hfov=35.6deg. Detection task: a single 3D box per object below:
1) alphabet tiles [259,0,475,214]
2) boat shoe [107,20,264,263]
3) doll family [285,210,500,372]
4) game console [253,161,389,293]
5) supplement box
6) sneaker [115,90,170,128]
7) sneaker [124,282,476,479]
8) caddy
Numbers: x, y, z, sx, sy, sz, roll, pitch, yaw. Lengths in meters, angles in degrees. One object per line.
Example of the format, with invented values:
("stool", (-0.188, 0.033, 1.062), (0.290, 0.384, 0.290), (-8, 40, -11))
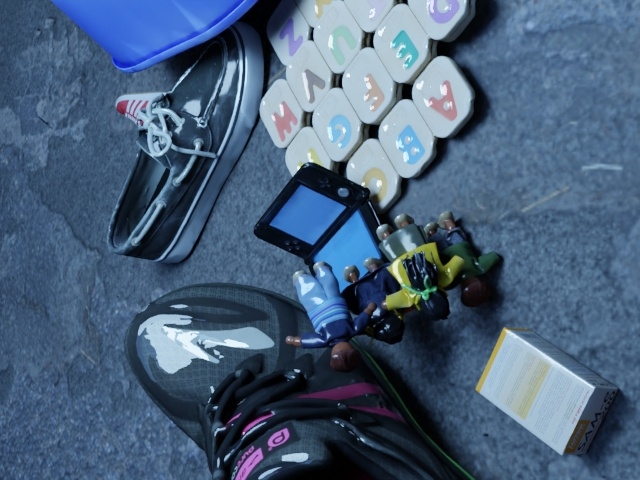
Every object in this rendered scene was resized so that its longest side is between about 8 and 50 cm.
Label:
("alphabet tiles", (0.036, -0.178, 0.992), (0.284, 0.021, 0.278), (-49, 56, 36))
("boat shoe", (-0.167, -0.116, 1.159), (0.113, 0.104, 0.306), (47, 117, 40))
("doll family", (0.061, 0.047, 0.869), (0.193, 0.076, 0.111), (-32, 53, 12))
("game console", (0.000, 0.000, 0.980), (0.122, 0.107, 0.071), (-48, 24, 42))
("supplement box", (0.181, 0.120, 0.804), (0.098, 0.036, 0.062), (37, 110, 44))
("sneaker", (-0.226, -0.152, 1.273), (0.118, 0.042, 0.067), (1, 81, 45))
("sneaker", (-0.015, 0.172, 0.845), (0.482, 0.202, 0.185), (34, 90, 35))
("caddy", (-0.151, -0.321, 1.122), (0.341, 0.179, 0.241), (-11, 51, 46))
